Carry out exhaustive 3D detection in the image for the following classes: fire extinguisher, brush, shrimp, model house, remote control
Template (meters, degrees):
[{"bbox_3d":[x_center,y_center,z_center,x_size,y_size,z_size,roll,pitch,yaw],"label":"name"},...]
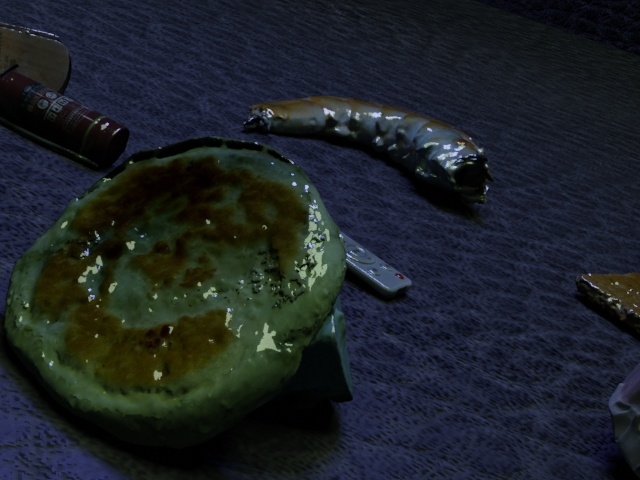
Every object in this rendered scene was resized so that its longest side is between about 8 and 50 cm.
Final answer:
[{"bbox_3d":[-0.253,-0.117,1.271,0.158,0.043,0.064,26,62,16],"label":"fire extinguisher"},{"bbox_3d":[-0.400,-0.192,1.298,0.328,0.070,0.065,10,4,-25],"label":"brush"},{"bbox_3d":[0.062,-0.127,1.596,0.287,0.068,0.185,19,17,-1],"label":"shrimp"},{"bbox_3d":[-0.057,0.051,0.960,0.149,0.119,0.148,-8,46,3],"label":"model house"},{"bbox_3d":[0.000,0.000,1.254,0.184,0.027,0.050,35,24,21],"label":"remote control"}]

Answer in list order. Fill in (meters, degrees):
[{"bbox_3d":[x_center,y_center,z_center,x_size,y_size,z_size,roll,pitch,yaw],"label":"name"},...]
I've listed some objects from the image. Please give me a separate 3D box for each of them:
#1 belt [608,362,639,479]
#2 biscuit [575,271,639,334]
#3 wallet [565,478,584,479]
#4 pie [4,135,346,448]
[{"bbox_3d":[0.306,0.133,1.076,0.128,0.124,0.201,46,29,10],"label":"belt"},{"bbox_3d":[0.376,0.099,1.383,0.131,0.026,0.237,-3,31,-47],"label":"biscuit"},{"bbox_3d":[0.343,0.228,0.916,0.379,0.046,0.191,12,9,-29],"label":"wallet"},{"bbox_3d":[-0.096,0.026,0.891,0.241,0.054,0.240,-10,48,11],"label":"pie"}]
